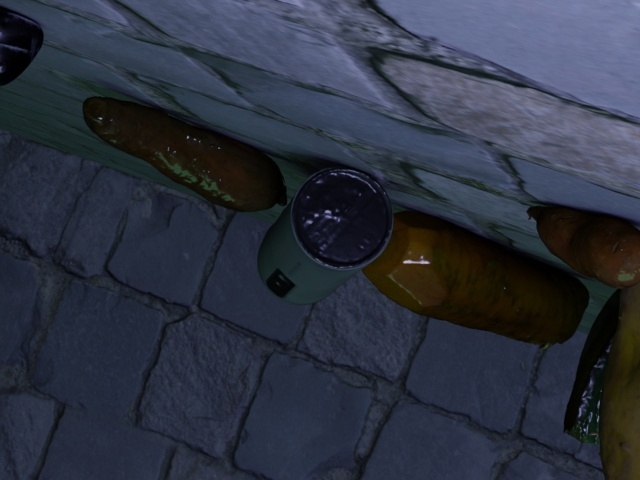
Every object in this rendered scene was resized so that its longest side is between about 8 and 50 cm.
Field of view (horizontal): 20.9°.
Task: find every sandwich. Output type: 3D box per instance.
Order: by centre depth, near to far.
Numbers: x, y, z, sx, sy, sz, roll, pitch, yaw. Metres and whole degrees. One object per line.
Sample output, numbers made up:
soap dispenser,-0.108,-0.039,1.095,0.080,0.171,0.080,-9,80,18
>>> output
sandwich,0.364,0.150,1.915,0.160,0.184,0.109,23,-174,7

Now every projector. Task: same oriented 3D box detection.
projector,0.000,0.000,1.865,0.108,0.108,0.337,20,169,-5

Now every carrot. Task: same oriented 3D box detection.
carrot,0.179,0.050,2.009,0.302,0.114,0.114,21,178,-37

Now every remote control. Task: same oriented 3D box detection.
remote control,-0.338,-0.179,1.501,0.266,0.066,0.090,17,172,46

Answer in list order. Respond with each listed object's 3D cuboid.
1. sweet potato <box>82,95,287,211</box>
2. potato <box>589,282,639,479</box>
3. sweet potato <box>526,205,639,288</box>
sweet potato,-0.148,-0.097,1.848,0.273,0.075,0.075,26,175,-35
potato,0.341,0.164,1.488,0.229,0.266,0.229,18,174,2
sweet potato,0.209,0.001,1.364,0.056,0.056,0.195,21,-177,-28
